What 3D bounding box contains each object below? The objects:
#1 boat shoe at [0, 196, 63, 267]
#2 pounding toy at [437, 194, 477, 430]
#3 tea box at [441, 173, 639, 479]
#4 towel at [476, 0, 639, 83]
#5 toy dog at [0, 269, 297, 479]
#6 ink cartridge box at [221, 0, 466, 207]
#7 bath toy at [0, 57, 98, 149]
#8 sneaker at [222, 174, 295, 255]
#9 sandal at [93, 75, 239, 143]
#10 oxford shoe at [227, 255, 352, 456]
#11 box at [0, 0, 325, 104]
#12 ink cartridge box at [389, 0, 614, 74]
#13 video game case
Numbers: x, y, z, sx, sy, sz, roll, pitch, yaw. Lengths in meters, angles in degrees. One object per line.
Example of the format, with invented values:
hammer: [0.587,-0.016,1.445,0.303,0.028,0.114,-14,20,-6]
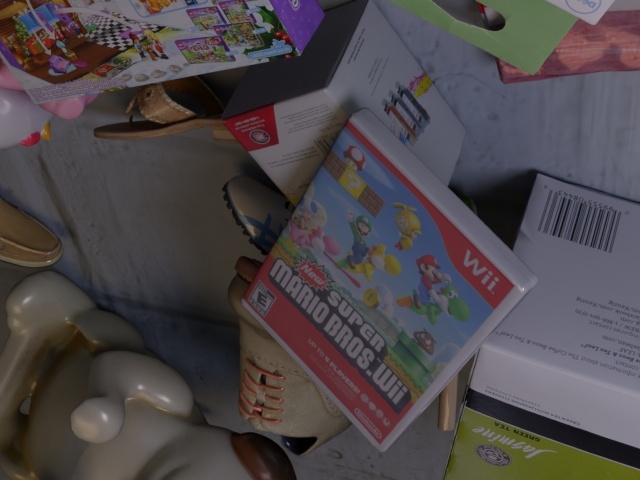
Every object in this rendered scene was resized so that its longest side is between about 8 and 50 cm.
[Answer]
boat shoe: [-0.404,-0.028,1.589,0.190,0.068,0.072,21,133,5]
pounding toy: [0.081,0.049,1.245,0.110,0.237,0.183,9,111,-4]
tea box: [0.314,0.151,1.267,0.329,0.220,0.324,18,144,9]
towel: [0.203,-0.250,0.965,0.237,0.037,0.329,-1,138,30]
toy dog: [-0.228,0.289,1.625,0.408,0.285,0.395,32,174,37]
ink cartridge box: [0.026,-0.103,1.178,0.128,0.127,0.176,-12,130,38]
bath toy: [-0.252,-0.188,1.245,0.348,0.129,0.151,-36,70,49]
sneaker: [0.000,0.000,1.386,0.237,0.085,0.086,37,116,-12]
sandal: [-0.131,-0.143,1.280,0.240,0.088,0.079,5,108,36]
oxford shoe: [-0.029,0.146,1.434,0.140,0.146,0.397,32,167,28]
box: [-0.166,-0.217,1.011,0.293,0.057,0.201,-4,132,34]
ink cartridge box: [0.138,-0.216,0.970,0.171,0.056,0.235,27,142,-5]
video game case: [0.047,0.045,1.138,0.204,0.025,0.285,46,139,12]
